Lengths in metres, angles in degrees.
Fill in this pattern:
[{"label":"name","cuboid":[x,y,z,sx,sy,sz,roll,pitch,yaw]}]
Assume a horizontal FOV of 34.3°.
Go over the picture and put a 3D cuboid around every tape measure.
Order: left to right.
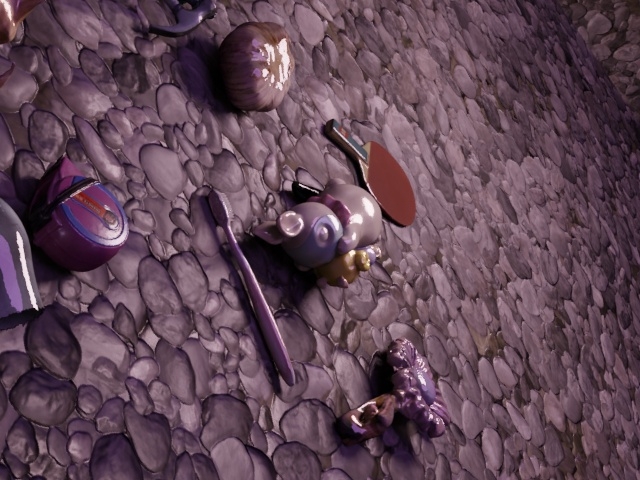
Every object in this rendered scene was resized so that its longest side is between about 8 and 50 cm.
[{"label":"tape measure","cuboid":[-0.290,-0.026,1.244,0.118,0.074,0.125,41,33,-24]}]

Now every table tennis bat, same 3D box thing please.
[{"label":"table tennis bat","cuboid":[0.099,-0.132,1.934,0.274,0.021,0.154,42,38,-34]}]

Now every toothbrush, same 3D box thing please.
[{"label":"toothbrush","cuboid":[-0.097,0.067,1.504,0.029,0.025,0.307,-9,75,-65]}]

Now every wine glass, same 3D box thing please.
[{"label":"wine glass","cuboid":[-0.362,-0.003,1.106,0.093,0.093,0.202,-6,73,-57]}]

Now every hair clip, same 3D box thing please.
[{"label":"hair clip","cuboid":[0.128,0.253,1.657,0.300,0.069,0.173,-21,86,-58]}]

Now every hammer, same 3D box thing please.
[{"label":"hammer","cuboid":[-0.272,-0.410,1.556,0.103,0.029,0.246,-40,92,-16]}]

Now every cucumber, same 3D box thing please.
[{"label":"cucumber","cuboid":[0.006,-0.066,1.742,0.184,0.033,0.036,22,26,-47]}]

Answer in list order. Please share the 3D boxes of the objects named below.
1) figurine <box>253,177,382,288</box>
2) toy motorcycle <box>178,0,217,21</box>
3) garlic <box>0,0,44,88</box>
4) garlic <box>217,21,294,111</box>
[{"label":"figurine","cuboid":[0.000,0.000,1.608,0.235,0.127,0.155,-29,107,-55]},{"label":"toy motorcycle","cuboid":[-0.219,-0.425,1.645,0.100,0.058,0.173,1,66,-48]},{"label":"garlic","cuboid":[-0.449,-0.234,1.036,0.286,0.249,0.313,58,8,21]},{"label":"garlic","cuboid":[-0.107,-0.279,1.664,0.147,0.102,0.159,54,42,-41]}]
